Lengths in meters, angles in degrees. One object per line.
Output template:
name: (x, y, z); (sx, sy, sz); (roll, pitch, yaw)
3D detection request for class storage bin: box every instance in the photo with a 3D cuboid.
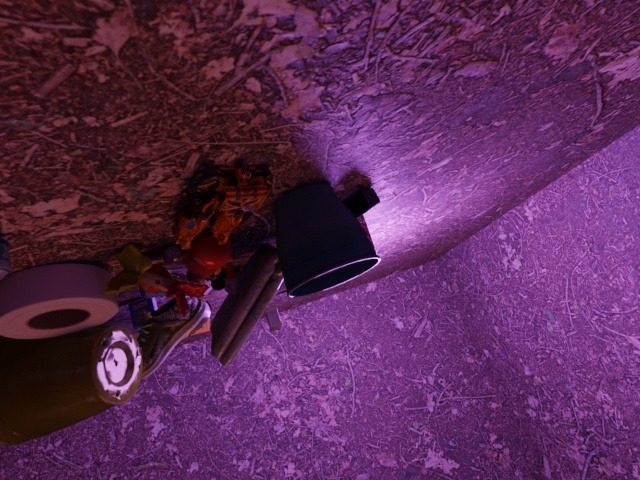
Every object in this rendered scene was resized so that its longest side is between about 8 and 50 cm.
storage bin: (0.124, -0.109, 1.370); (0.091, 0.098, 0.135); (-21, 170, -46)

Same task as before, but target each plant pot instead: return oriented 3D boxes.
plant pot: (-0.764, 0.406, 1.322); (0.353, 0.367, 0.366); (-11, 167, 10)
plant pot: (-0.008, -0.010, 1.201); (0.271, 0.255, 0.272); (-21, 166, -5)

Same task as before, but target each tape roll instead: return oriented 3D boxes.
tape roll: (-0.695, 0.166, 1.145); (0.286, 0.100, 0.286); (-17, 158, -7)

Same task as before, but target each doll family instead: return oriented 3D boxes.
doll family: (-0.318, 0.145, 1.719); (0.111, 0.076, 0.193); (-27, 160, 39)

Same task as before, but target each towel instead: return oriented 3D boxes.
towel: (-0.234, 0.190, 1.398); (0.374, 0.090, 0.320); (-59, -164, -3)

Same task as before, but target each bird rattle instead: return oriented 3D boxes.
bird rattle: (-0.443, 0.103, 1.188); (0.253, 0.143, 0.207); (20, 175, -24)

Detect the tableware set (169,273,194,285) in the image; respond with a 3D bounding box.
tableware set: (-0.455, 0.121, 1.360); (0.168, 0.020, 0.141); (13, 169, 28)

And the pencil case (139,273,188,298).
pencil case: (-0.529, 0.154, 1.461); (0.151, 0.064, 0.070); (-9, 123, -37)

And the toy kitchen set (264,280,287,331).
toy kitchen set: (-0.114, 0.231, 1.614); (0.207, 0.166, 0.122); (-17, 164, -15)

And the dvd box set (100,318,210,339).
dvd box set: (-0.709, 0.362, 1.746); (0.307, 0.062, 0.420); (-1, -176, 44)

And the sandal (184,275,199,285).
sandal: (-0.477, 0.152, 1.573); (0.179, 0.040, 0.067); (-11, 161, -33)

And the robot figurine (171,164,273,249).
robot figurine: (-0.227, -0.076, 1.000); (0.211, 0.085, 0.291); (-10, 162, -40)

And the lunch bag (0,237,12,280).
lunch bag: (-0.698, 0.042, 0.772); (0.176, 0.090, 0.219); (-23, 165, 14)

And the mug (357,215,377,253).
mug: (0.116, -0.003, 1.567); (0.150, 0.169, 0.113); (-19, 166, -10)

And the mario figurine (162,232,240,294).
mario figurine: (-0.351, 0.094, 1.291); (0.198, 0.170, 0.320); (-14, 166, -17)

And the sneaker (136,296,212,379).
sneaker: (-0.593, 0.317, 1.525); (0.410, 0.182, 0.158); (-45, -148, -22)

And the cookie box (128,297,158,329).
cookie box: (-0.659, 0.270, 1.616); (0.091, 0.107, 0.040); (-20, 164, -4)

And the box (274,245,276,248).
box: (-0.149, 0.115, 1.728); (0.148, 0.121, 0.311); (-20, 165, 0)
